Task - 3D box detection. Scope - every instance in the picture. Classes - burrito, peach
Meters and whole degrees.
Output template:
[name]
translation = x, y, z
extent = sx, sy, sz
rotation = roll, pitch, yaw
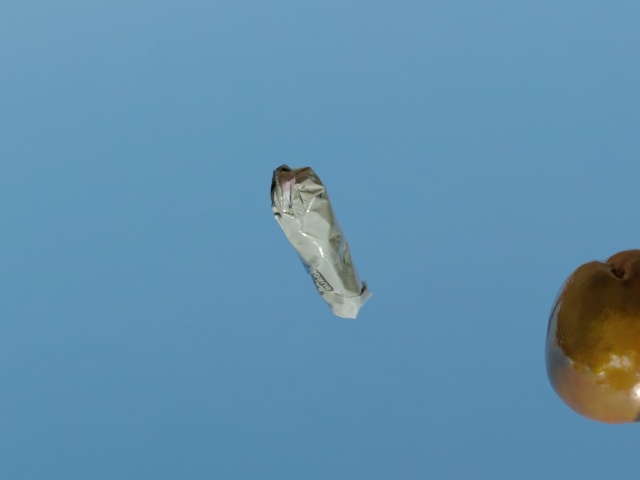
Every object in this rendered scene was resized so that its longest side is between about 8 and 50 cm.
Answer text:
[burrito]
translation = 0.000, 0.001, 1.783
extent = 0.064, 0.203, 0.064
rotation = -14, -137, 14
[peach]
translation = 0.241, 0.074, 1.380
extent = 0.138, 0.138, 0.138
rotation = -3, -146, 2
